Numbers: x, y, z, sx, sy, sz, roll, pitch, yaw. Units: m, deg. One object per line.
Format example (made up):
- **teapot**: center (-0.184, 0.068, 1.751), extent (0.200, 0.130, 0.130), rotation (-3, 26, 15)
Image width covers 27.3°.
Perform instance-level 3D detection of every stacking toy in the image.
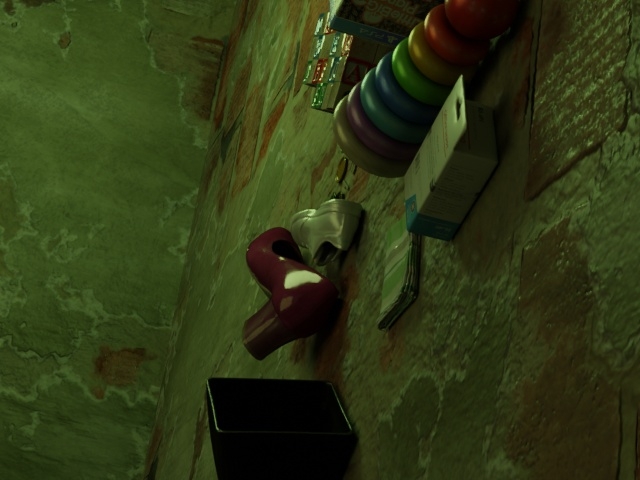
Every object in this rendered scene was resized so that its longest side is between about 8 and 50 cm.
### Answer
- **stacking toy**: center (0.141, -0.227, 1.687), extent (0.330, 0.141, 0.141), rotation (127, 155, -47)

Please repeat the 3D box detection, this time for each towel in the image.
- **towel**: center (0.103, 0.032, 1.771), extent (0.113, 0.023, 0.152), rotation (126, 155, -54)

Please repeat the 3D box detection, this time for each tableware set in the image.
- **tableware set**: center (0.028, -0.102, 2.208), extent (0.104, 0.024, 0.154), rotation (-114, 40, -69)

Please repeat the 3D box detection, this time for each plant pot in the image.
- **plant pot**: center (-0.067, 0.307, 1.868), extent (0.187, 0.188, 0.166), rotation (-119, 32, -70)

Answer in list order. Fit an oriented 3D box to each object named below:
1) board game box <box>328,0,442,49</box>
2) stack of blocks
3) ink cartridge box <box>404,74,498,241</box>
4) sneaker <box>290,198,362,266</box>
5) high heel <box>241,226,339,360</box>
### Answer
- **board game box**: center (0.128, -0.469, 1.942), extent (0.291, 0.141, 0.232), rotation (119, 161, -45)
- **stack of blocks**: center (0.049, -0.290, 2.184), extent (0.297, 0.087, 0.171), rotation (-152, 76, -76)
- **ink cartridge box**: center (0.163, -0.098, 1.590), extent (0.104, 0.060, 0.180), rotation (-88, 18, -44)
- **sneaker**: center (0.000, 0.000, 2.108), extent (0.212, 0.080, 0.094), rotation (148, 130, -68)
- **high heel**: center (-0.028, 0.051, 2.194), extent (0.181, 0.127, 0.377), rotation (-36, 25, 20)
